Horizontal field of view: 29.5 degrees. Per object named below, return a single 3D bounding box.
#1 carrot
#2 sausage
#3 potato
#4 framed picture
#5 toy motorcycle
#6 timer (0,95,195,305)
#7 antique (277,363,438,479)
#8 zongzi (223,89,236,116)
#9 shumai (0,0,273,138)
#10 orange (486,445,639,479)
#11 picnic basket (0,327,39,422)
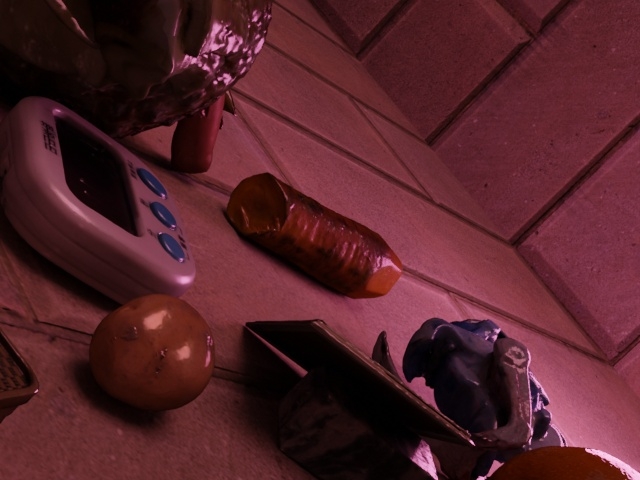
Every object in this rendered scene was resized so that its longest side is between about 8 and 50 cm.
[{"bbox_3d":[0.000,0.000,1.857,0.302,0.114,0.114,29,21,-38],"label":"carrot"},{"bbox_3d":[-0.165,-0.214,1.699,0.078,0.304,0.078,7,44,-7],"label":"sausage"},{"bbox_3d":[-0.160,0.112,1.174,0.112,0.112,0.147,51,22,24],"label":"potato"},{"bbox_3d":[0.038,0.157,1.422,0.232,0.019,0.296,38,-13,-12],"label":"framed picture"},{"bbox_3d":[0.215,0.203,1.738,0.241,0.182,0.319,33,20,-35],"label":"toy motorcycle"},{"bbox_3d":[-0.253,-0.039,1.353,0.237,0.087,0.262,35,18,-34],"label":"timer"},{"bbox_3d":[0.036,0.230,1.388,0.183,0.088,0.086,40,15,-16],"label":"antique"},{"bbox_3d":[-0.276,-0.332,1.983,0.286,0.138,0.300,17,32,-54],"label":"zongzi"},{"bbox_3d":[-0.222,-0.275,1.417,0.395,0.395,0.348,38,3,-21],"label":"shumai"},{"bbox_3d":[0.298,0.365,1.444,0.264,0.264,0.264,41,16,-14],"label":"orange"},{"bbox_3d":[-0.322,0.089,0.740,0.165,0.139,0.266,49,16,15],"label":"picnic basket"}]
